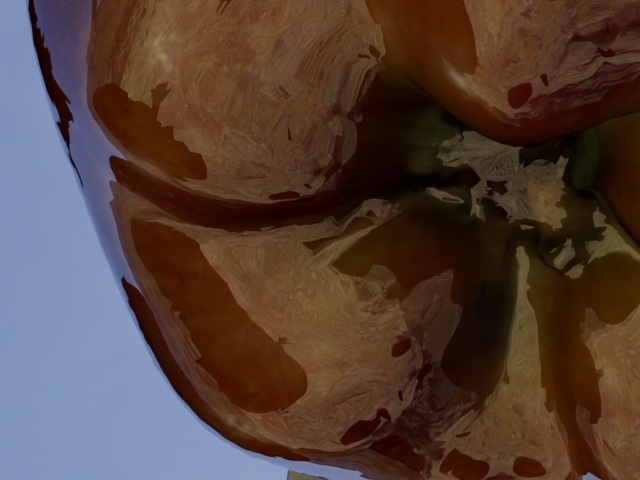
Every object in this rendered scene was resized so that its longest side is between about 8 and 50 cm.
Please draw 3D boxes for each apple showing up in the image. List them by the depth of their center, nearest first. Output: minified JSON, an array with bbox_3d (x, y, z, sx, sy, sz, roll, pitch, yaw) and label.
[{"bbox_3d":[0.056,-0.079,0.467,0.288,0.317,0.288,2,-52,3],"label":"apple"}]

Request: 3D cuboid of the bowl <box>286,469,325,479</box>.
[{"bbox_3d":[0.134,0.165,0.928,0.287,0.144,0.287,9,-73,31],"label":"bowl"}]
